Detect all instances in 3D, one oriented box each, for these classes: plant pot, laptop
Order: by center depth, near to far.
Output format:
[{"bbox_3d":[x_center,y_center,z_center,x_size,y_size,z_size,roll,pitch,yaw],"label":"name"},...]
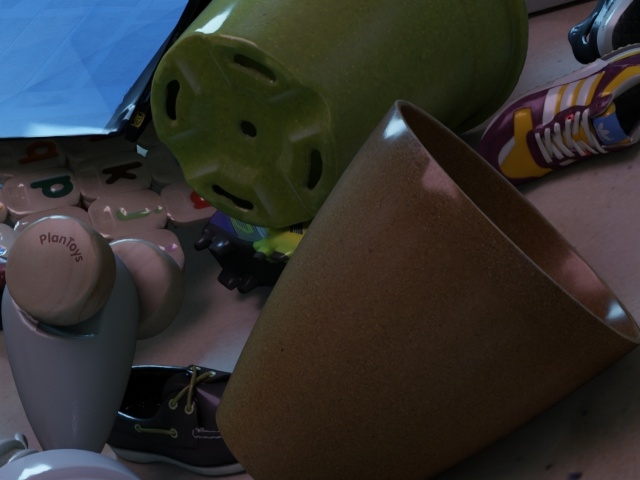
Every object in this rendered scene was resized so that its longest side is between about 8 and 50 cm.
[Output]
[{"bbox_3d":[0.054,0.074,1.288,0.254,0.237,0.237,-46,26,11],"label":"plant pot"},{"bbox_3d":[-0.003,-0.148,1.553,0.276,0.276,0.254,-9,25,41],"label":"plant pot"},{"bbox_3d":[-0.207,-0.274,1.802,0.408,0.236,0.382,-59,4,31],"label":"laptop"}]

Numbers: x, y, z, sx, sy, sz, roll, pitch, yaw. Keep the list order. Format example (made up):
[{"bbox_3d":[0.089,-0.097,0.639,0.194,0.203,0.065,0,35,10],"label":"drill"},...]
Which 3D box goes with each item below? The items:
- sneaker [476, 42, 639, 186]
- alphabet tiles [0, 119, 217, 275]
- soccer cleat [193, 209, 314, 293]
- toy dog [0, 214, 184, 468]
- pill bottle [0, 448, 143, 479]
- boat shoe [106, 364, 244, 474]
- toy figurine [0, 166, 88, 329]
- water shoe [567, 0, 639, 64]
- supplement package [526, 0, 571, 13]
[{"bbox_3d":[0.212,-0.096,1.506,0.185,0.069,0.084,-33,23,7],"label":"sneaker"},{"bbox_3d":[-0.229,-0.048,1.732,0.278,0.021,0.284,-14,46,-12],"label":"alphabet tiles"},{"bbox_3d":[-0.001,-0.001,1.571,0.121,0.093,0.289,-44,28,-20],"label":"soccer cleat"},{"bbox_3d":[-0.235,0.125,1.445,0.161,0.220,0.333,8,59,24],"label":"toy dog"},{"bbox_3d":[-0.118,0.277,1.145,0.210,0.210,0.363,-41,28,-9],"label":"pill bottle"},{"bbox_3d":[-0.110,0.140,1.498,0.228,0.068,0.081,-6,39,44],"label":"boat shoe"},{"bbox_3d":[-0.298,-0.036,1.895,0.213,0.148,0.209,-27,29,16],"label":"toy figurine"},{"bbox_3d":[0.292,-0.234,1.628,0.203,0.073,0.080,-48,28,-23],"label":"water shoe"},{"bbox_3d":[0.225,-0.316,1.757,0.244,0.139,0.134,-13,34,38],"label":"supplement package"}]
